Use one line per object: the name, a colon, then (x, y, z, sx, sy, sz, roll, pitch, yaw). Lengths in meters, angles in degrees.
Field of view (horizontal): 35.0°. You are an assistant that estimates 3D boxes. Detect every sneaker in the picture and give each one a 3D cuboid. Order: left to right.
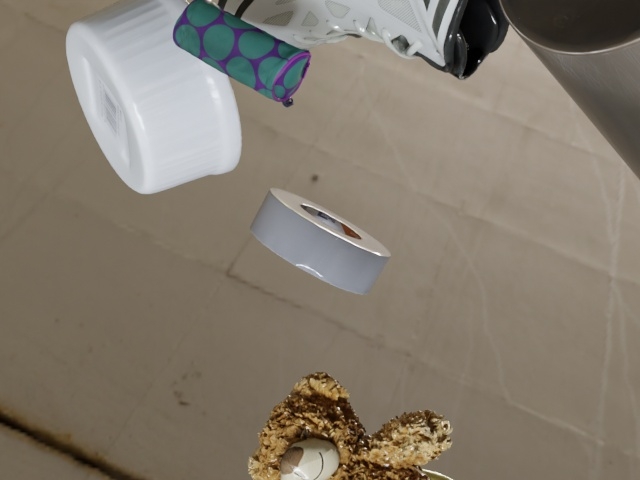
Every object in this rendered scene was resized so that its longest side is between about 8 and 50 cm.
sneaker: (0.045, -0.251, 1.163, 0.169, 0.447, 0.257, -28, -98, -37)

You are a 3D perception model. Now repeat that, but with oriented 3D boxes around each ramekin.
ramekin: (-0.233, -0.198, 1.375, 0.135, 0.277, 0.277, -26, -132, -22)

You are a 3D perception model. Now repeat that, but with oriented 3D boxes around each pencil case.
pencil case: (-0.084, -0.204, 1.086, 0.151, 0.064, 0.070, 32, -154, 21)

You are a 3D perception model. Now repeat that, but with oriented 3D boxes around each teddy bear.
teddy bear: (0.071, 0.292, 1.061, 0.338, 0.245, 0.113, 52, -145, 1)

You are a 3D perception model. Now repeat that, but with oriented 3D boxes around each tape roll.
tape roll: (0.000, 0.000, 1.599, 0.219, 0.072, 0.219, 28, -170, -5)

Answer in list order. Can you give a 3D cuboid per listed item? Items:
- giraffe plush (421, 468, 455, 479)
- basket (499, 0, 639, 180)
giraffe plush: (0.102, 0.407, 1.416, 0.181, 0.210, 0.170, -5, -138, 22)
basket: (0.210, -0.116, 0.584, 0.227, 0.154, 0.204, 25, -135, -48)
